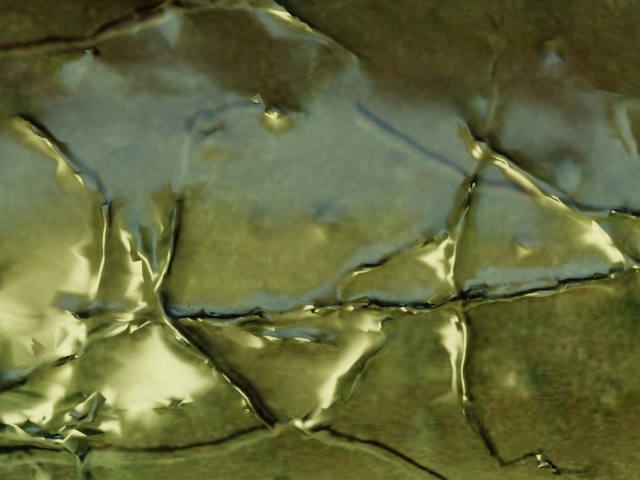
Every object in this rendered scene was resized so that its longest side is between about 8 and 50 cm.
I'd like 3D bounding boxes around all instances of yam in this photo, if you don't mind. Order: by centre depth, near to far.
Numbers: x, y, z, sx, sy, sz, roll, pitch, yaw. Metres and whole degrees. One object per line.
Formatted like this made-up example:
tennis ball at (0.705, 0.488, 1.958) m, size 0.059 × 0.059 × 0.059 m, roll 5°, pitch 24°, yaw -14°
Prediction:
yam at (0.000, 0.000, 0.425) m, size 0.348 × 0.241 × 0.241 m, roll 0°, pitch 75°, yaw -3°
